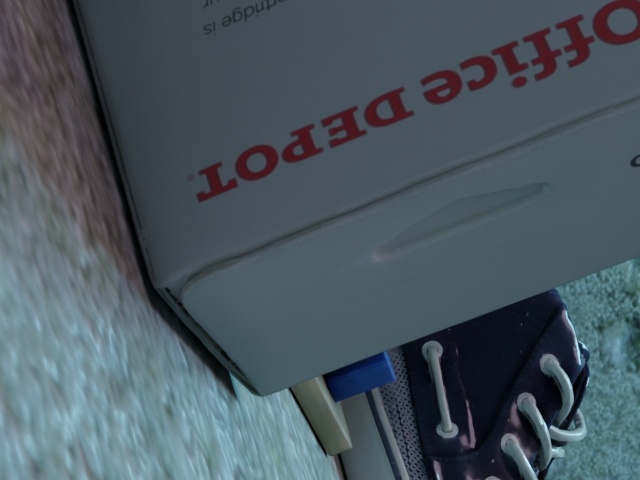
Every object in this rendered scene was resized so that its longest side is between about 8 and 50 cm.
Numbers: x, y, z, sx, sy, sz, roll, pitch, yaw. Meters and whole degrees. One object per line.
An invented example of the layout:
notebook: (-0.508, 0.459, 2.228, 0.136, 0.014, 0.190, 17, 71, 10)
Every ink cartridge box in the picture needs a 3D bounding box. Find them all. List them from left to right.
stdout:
ink cartridge box: (0.015, -0.120, 0.658, 0.131, 0.226, 0.306, 57, 13, -62)

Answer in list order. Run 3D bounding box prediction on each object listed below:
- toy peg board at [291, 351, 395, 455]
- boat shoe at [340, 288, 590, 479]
toy peg board: (0.000, 0.000, 0.852, 0.160, 0.079, 0.161, -107, 173, -47)
boat shoe: (0.100, 0.128, 0.924, 0.127, 0.158, 0.340, 61, 9, -61)
